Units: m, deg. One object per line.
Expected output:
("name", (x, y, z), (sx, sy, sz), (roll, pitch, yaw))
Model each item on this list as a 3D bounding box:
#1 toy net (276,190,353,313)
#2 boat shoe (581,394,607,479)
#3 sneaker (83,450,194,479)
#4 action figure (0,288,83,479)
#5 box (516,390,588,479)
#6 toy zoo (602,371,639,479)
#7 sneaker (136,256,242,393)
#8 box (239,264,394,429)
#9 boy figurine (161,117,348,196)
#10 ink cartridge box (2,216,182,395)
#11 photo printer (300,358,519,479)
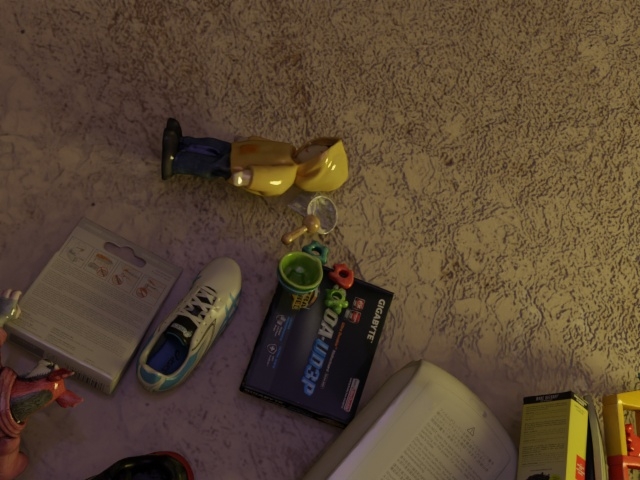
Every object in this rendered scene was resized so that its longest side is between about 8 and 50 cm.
("toy net", (0.000, 0.000, 1.733), (0.122, 0.045, 0.232), (15, 48, -8))
("boat shoe", (0.367, 0.395, 1.675), (0.113, 0.127, 0.340), (-5, 71, 14))
("sneaker", (-0.300, 0.364, 1.554), (0.276, 0.135, 0.098), (-23, 79, -15))
("action figure", (-0.495, 0.213, 1.489), (0.370, 0.275, 0.248), (-14, 92, 14))
("box", (0.328, 0.334, 1.625), (0.058, 0.087, 0.232), (36, 52, -38))
("toy zoo", (0.498, 0.341, 1.710), (0.192, 0.030, 0.293), (13, 67, -39))
("sneaker", (-0.187, 0.121, 1.681), (0.085, 0.086, 0.237), (31, 68, 3))
("box", (-0.004, 0.153, 1.720), (0.175, 0.051, 0.220), (21, 69, -3))
("boy figurine", (-0.099, -0.121, 1.741), (0.285, 0.177, 0.092), (5, 113, 1))
("ink cartridge box", (-0.335, 0.094, 1.693), (0.181, 0.056, 0.225), (28, 51, 0))
("photo printer", (0.135, 0.343, 1.634), (0.256, 0.107, 0.307), (46, 70, -8))
